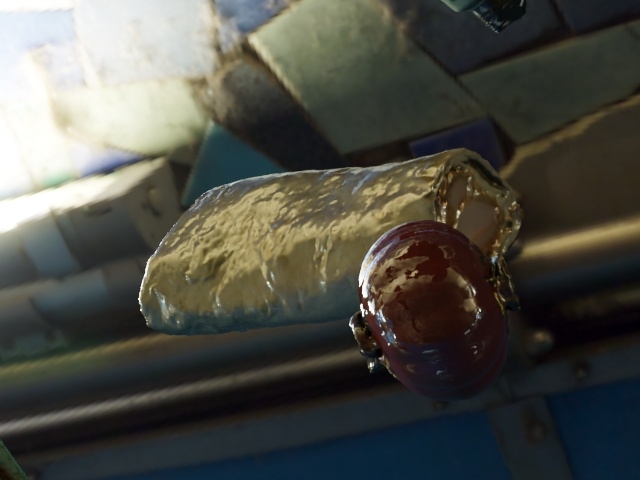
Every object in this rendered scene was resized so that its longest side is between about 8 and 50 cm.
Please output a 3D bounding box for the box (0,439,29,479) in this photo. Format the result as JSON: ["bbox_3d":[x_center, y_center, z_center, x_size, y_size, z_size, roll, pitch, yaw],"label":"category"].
[{"bbox_3d":[-0.216,0.073,0.344,0.229,0.162,0.041,-21,155,-46],"label":"box"}]

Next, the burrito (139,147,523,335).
[{"bbox_3d":[-0.001,0.003,0.937,0.299,0.105,0.143,-9,-143,37],"label":"burrito"}]

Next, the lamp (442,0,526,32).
[{"bbox_3d":[0.113,-0.371,1.457,0.182,0.314,0.182,-33,-175,3],"label":"lamp"}]

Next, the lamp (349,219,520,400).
[{"bbox_3d":[0.061,0.038,0.632,0.090,0.101,0.101,-23,-157,8],"label":"lamp"}]
